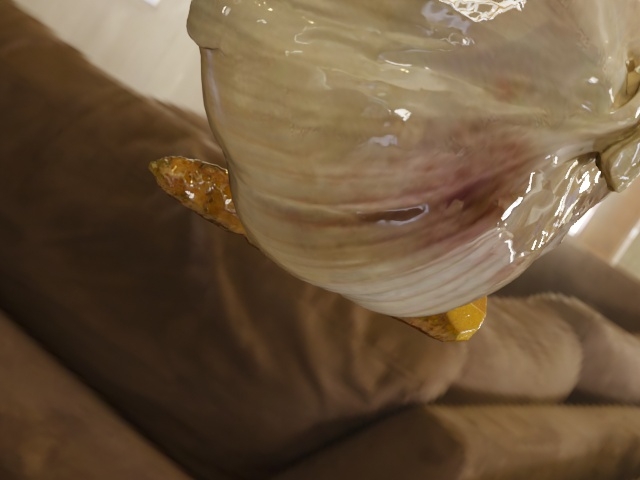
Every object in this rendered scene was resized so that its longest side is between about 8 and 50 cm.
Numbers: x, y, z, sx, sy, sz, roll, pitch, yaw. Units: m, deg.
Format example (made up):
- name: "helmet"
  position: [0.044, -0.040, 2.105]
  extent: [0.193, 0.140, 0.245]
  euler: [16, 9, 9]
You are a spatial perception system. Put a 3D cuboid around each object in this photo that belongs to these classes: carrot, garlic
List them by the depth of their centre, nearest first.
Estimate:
- name: "garlic"
  position: [0.078, -0.095, 0.834]
  extent: [0.322, 0.322, 0.241]
  euler: [27, 28, -38]
- name: "carrot"
  position: [0.000, 0.000, 1.153]
  extent: [0.314, 0.066, 0.066]
  euler: [27, 9, -15]
